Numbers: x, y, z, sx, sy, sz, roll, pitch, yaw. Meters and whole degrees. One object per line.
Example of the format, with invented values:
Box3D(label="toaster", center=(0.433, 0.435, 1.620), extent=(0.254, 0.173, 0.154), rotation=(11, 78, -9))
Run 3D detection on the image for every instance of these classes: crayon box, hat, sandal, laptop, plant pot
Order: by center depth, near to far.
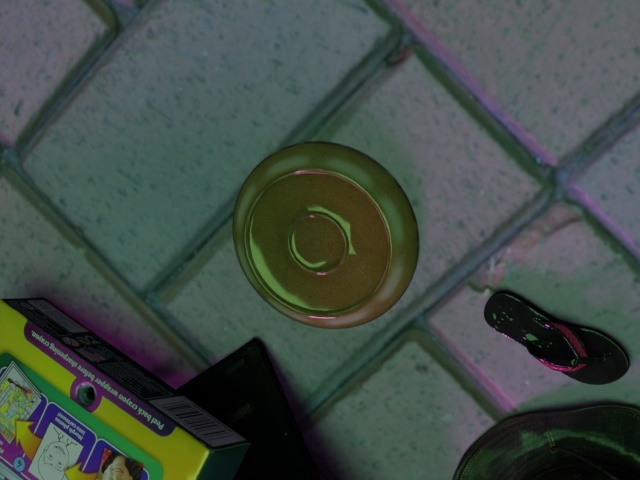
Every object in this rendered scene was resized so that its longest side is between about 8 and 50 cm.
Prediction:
Box3D(label="sandal", center=(0.269, 0.119, 1.658), extent=(0.179, 0.040, 0.067), rotation=(26, 113, 9))
Box3D(label="hat", center=(0.300, 0.354, 1.674), extent=(0.331, 0.134, 0.331), rotation=(6, 109, 16))
Box3D(label="plant pot", center=(0.000, 0.000, 1.717), extent=(0.236, 0.032, 0.236), rotation=(5, 108, 16))
Box3D(label="crayon box", center=(-0.312, 0.295, 1.798), extent=(0.363, 0.106, 0.313), rotation=(32, 102, 24))
Box3D(label="laptop", center=(-0.094, 0.406, 1.875), extent=(0.382, 0.236, 0.408), rotation=(-34, 66, 21))
